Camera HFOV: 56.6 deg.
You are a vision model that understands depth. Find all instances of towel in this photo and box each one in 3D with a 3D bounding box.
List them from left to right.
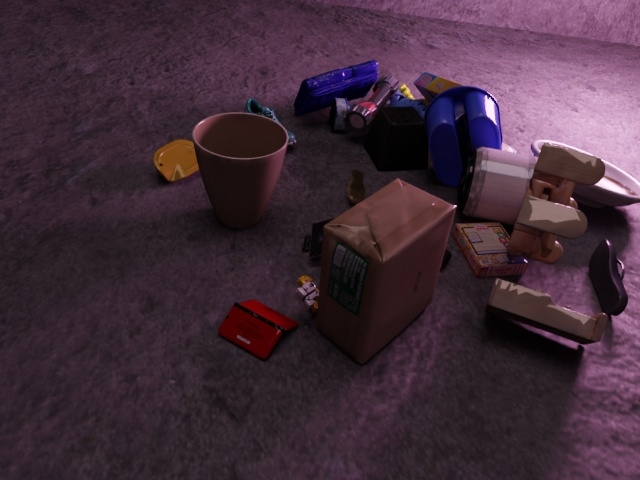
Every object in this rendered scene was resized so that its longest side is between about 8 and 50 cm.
[{"bbox_3d":[0.060,-0.565,2.250,0.308,0.228,0.076,-20,78,-19],"label":"towel"}]

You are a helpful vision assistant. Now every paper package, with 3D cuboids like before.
[{"bbox_3d":[0.146,0.068,1.385,0.168,0.325,0.309,31,45,28],"label":"paper package"}]

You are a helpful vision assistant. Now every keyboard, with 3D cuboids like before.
[{"bbox_3d":[0.000,0.000,1.671,0.108,0.023,0.180,-14,31,12],"label":"keyboard"}]

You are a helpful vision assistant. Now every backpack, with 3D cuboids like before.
[{"bbox_3d":[0.078,-0.472,2.221,0.084,0.114,0.105,-1,38,-10],"label":"backpack"}]

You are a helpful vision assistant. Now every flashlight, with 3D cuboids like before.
[{"bbox_3d":[0.190,-0.511,2.206,0.103,0.103,0.304,38,49,-4],"label":"flashlight"}]

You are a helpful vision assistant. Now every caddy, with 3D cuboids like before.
[{"bbox_3d":[0.472,-0.340,1.949,0.241,0.341,0.179,-8,45,15],"label":"caddy"}]

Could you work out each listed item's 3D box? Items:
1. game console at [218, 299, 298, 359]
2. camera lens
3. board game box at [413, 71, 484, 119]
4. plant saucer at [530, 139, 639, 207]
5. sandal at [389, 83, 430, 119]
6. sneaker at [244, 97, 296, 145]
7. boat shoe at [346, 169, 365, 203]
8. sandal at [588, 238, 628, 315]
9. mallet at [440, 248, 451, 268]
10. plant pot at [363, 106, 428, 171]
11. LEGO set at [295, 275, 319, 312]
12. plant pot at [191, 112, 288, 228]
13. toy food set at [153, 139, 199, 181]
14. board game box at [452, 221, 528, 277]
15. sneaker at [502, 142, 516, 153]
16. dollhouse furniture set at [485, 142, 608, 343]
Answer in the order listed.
[{"bbox_3d":[-0.146,0.208,1.411,0.144,0.085,0.124,24,72,22],"label":"game console"},{"bbox_3d":[0.570,-0.160,1.819,0.274,0.220,0.219,11,38,6],"label":"camera lens"},{"bbox_3d":[0.482,-0.479,2.150,0.064,0.242,0.316,-43,27,6],"label":"board game box"},{"bbox_3d":[0.872,-0.204,1.980,0.400,0.101,0.400,17,28,-9],"label":"plant saucer"},{"bbox_3d":[0.322,-0.507,2.311,0.138,0.126,0.317,-13,34,-18],"label":"sandal"},{"bbox_3d":[-0.190,-0.412,2.108,0.107,0.110,0.275,-24,49,-34],"label":"sneaker"},{"bbox_3d":[0.109,-0.163,1.902,0.056,0.048,0.153,13,44,-12],"label":"boat shoe"},{"bbox_3d":[0.798,0.105,1.636,0.054,0.097,0.255,17,48,-6],"label":"sandal"},{"bbox_3d":[0.273,0.030,1.688,0.189,0.039,0.062,19,42,22],"label":"mallet"},{"bbox_3d":[0.273,-0.363,2.073,0.187,0.167,0.188,-5,41,-14],"label":"plant pot"},{"bbox_3d":[0.003,0.103,1.483,0.093,0.087,0.227,43,45,17],"label":"LEGO set"},{"bbox_3d":[-0.226,-0.177,1.673,0.256,0.274,0.257,4,37,-3],"label":"plant pot"},{"bbox_3d":[-0.444,-0.252,1.909,0.128,0.071,0.218,45,49,7],"label":"toy food set"},{"bbox_3d":[0.486,0.022,1.717,0.146,0.045,0.194,-2,40,-11],"label":"board game box"},{"bbox_3d":[0.657,-0.288,2.099,0.120,0.099,0.262,-1,40,-17],"label":"sneaker"},{"bbox_3d":[0.594,0.023,1.455,0.256,0.362,0.394,19,84,16],"label":"dollhouse furniture set"}]
